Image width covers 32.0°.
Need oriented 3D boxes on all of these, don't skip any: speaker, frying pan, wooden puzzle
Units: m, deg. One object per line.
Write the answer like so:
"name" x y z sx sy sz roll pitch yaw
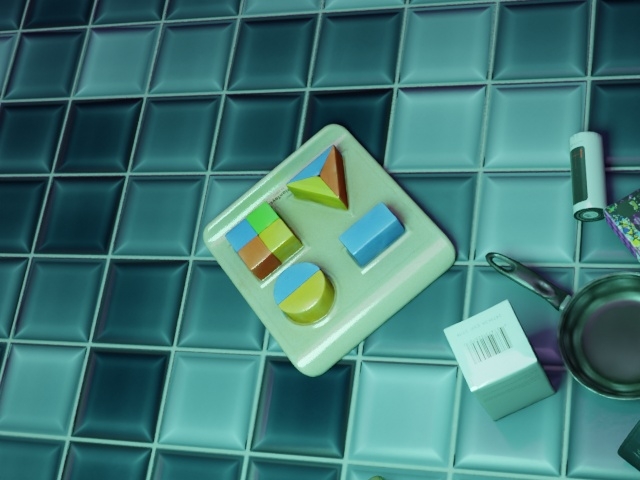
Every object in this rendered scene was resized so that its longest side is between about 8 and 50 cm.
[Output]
"speaker" 0.423 -0.101 1.759 0.055 0.055 0.136 -5 66 18
"frying pan" 0.390 0.134 1.665 0.326 0.053 0.197 7 70 22
"wooden puzzle" 0.000 0.000 1.852 0.322 0.080 0.348 -40 60 0

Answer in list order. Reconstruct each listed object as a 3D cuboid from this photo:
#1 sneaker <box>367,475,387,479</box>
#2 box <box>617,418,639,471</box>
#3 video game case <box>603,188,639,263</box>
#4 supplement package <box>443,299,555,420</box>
"sneaker" 0.147 0.415 1.629 0.086 0.064 0.192 -30 61 -3
"box" 0.550 0.199 1.368 0.212 0.395 0.293 39 83 19
"video game case" 0.569 -0.013 1.642 0.210 0.042 0.232 -30 50 0
"supplement package" 0.262 0.177 1.620 0.105 0.179 0.105 -27 61 7
